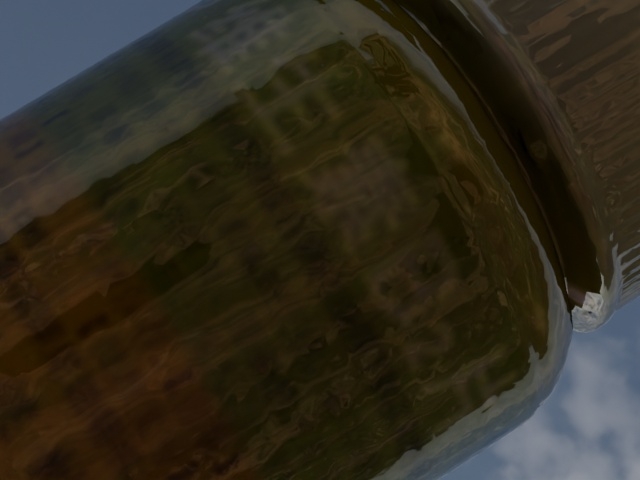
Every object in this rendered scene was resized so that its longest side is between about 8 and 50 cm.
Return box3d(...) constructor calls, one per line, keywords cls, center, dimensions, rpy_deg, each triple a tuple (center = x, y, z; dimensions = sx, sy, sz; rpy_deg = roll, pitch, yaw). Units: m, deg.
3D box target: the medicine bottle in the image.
box3d(cls="medicine bottle", center=(0.000, 0.000, 0.738), dimensions=(0.384, 0.224, 0.224), rpy_deg=(-32, -70, -11))
